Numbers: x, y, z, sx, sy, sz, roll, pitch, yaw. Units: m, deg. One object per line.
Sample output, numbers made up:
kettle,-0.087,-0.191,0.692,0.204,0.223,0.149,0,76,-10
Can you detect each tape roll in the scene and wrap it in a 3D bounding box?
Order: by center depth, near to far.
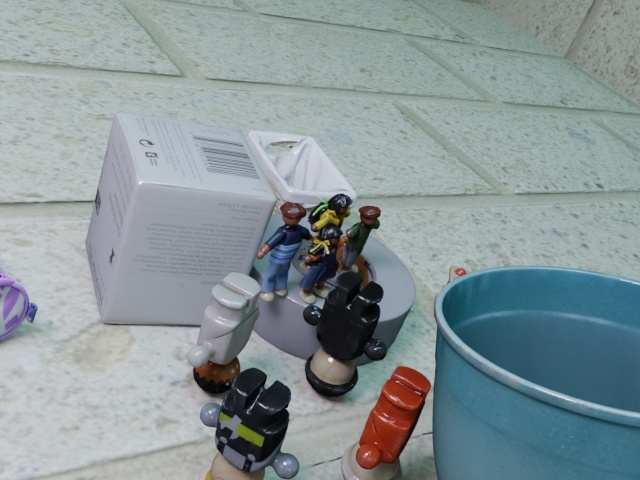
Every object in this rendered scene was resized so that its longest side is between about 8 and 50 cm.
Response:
tape roll,0.003,0.055,0.972,0.219,0.072,0.219,17,30,-10

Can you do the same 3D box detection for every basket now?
basket,-0.042,-0.070,1.115,0.113,0.103,0.167,2,36,-31

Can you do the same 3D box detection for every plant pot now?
plant pot,0.218,0.188,0.670,0.272,0.255,0.271,4,19,-1

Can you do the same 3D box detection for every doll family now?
doll family,0.000,0.000,0.873,0.076,0.111,0.193,30,31,15

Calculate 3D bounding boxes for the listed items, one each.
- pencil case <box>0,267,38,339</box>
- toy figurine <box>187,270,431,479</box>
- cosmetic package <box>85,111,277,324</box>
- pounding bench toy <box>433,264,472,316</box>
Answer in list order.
pencil case,-0.370,0.017,0.779,0.206,0.088,0.086,39,32,29
toy figurine,-0.020,0.142,0.754,0.210,0.148,0.213,0,38,-22
cosmetic package,-0.162,-0.020,0.875,0.151,0.183,0.151,6,33,-28
pounding bench toy,0.205,0.080,1.067,0.083,0.065,0.052,21,29,-1
